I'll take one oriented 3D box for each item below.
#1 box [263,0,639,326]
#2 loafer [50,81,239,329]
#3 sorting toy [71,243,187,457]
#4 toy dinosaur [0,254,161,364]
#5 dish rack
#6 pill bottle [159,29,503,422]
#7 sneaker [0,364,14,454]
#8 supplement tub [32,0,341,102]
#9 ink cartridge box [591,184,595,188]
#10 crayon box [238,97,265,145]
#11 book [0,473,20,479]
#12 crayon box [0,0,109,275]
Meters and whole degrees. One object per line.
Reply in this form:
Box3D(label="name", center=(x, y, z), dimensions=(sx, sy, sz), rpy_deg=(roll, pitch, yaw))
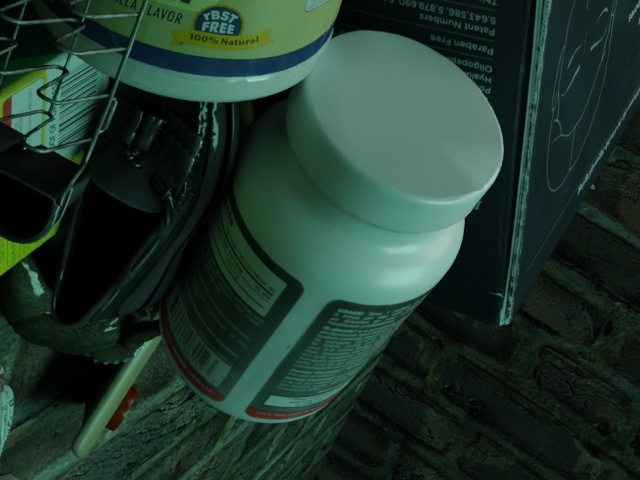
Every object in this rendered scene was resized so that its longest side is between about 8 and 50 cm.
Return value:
Box3D(label="box", center=(0.174, -0.260, 1.108), dimensions=(0.480, 0.297, 0.471), rpy_deg=(-50, 147, -40))
Box3D(label="loafer", center=(-0.152, -0.034, 0.867), dimensions=(0.095, 0.109, 0.302), rpy_deg=(-35, 158, -47))
Box3D(label="sorting toy", center=(-0.205, 0.112, 1.307), dimensions=(0.307, 0.041, 0.229), rpy_deg=(-57, -171, 3))
Box3D(label="toy dinosaur", center=(-0.243, 0.073, 1.071), dimensions=(0.160, 0.121, 0.313), rpy_deg=(-26, 162, 24))
Box3D(label="dish rack", center=(-0.190, -0.160, 0.599), dimensions=(0.271, 0.208, 0.074), rpy_deg=(-64, 175, 23))
Box3D(label="pill bottle", center=(0.000, 0.000, 0.942), dimensions=(0.210, 0.210, 0.363), rpy_deg=(-44, 173, -41))
Box3D(label="sneaker", center=(-0.335, 0.115, 0.968), dimensions=(0.145, 0.090, 0.270), rpy_deg=(-118, -150, -69))
Box3D(label="supplement tub", center=(-0.066, -0.275, 0.687), dimensions=(0.228, 0.228, 0.316), rpy_deg=(-42, 159, -45))
Box3D(label="ink cartridge box", center=(0.210, -0.127, 1.581), dimensions=(0.309, 0.272, 0.130), rpy_deg=(12, 117, -34))
Box3D(label="crayon box", center=(-0.073, -0.126, 1.141), dimensions=(0.165, 0.081, 0.278), rpy_deg=(-43, 144, -46))
Box3D(label="book", center=(-0.429, 0.354, 1.276), dimensions=(0.144, 0.035, 0.096), rpy_deg=(-58, 170, 1))
Box3D(label="crayon box", center=(-0.292, -0.032, 0.770), dimensions=(0.318, 0.081, 0.202), rpy_deg=(-45, 163, -41))
